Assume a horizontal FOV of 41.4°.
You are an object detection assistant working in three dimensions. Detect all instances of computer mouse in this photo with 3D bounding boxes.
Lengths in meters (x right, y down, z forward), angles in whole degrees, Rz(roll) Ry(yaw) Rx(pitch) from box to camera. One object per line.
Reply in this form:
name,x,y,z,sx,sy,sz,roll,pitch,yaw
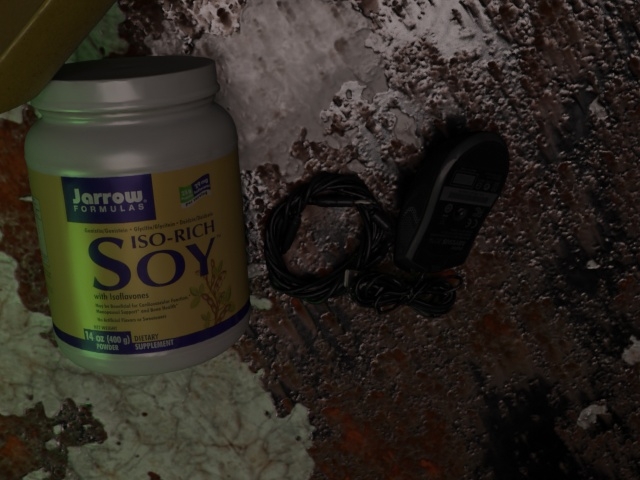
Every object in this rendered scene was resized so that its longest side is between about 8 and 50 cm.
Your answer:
computer mouse,0.146,-0.030,1.106,0.188,0.072,0.272,11,114,-37

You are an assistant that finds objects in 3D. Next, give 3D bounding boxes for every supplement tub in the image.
supplement tub,-0.210,-0.037,0.991,0.241,0.241,0.331,-4,109,-4

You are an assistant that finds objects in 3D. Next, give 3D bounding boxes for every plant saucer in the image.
plant saucer,-0.287,-0.306,0.886,0.333,0.333,0.081,-47,138,11

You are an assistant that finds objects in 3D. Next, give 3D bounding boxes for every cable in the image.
cable,0.000,0.000,1.125,0.184,0.047,0.150,-37,108,8
